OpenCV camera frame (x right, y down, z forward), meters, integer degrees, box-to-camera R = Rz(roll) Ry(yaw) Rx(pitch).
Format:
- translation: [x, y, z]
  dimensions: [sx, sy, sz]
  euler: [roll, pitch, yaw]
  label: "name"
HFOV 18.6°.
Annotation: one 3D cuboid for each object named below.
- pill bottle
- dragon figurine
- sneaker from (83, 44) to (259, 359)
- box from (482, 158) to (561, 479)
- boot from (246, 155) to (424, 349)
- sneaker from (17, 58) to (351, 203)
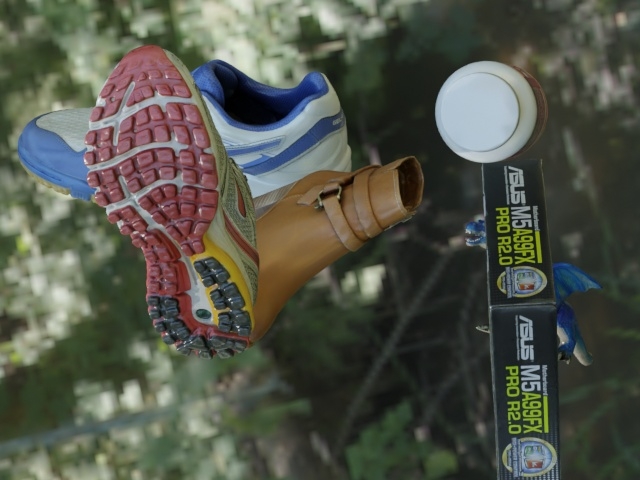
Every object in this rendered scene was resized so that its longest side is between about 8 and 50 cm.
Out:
- translation: [0.144, -0.109, 1.656]
  dimensions: [0.152, 0.086, 0.086]
  euler: [-20, -82, -78]
  label: "pill bottle"
- translation: [0.275, 0.063, 2.341]
  dimensions: [0.085, 0.289, 0.144]
  euler: [19, 87, 51]
  label: "dragon figurine"
- translation: [-0.093, -0.032, 1.289]
  dimensions: [0.092, 0.088, 0.225]
  euler: [-76, -21, -51]
  label: "sneaker"
- translation: [0.186, 0.095, 1.801]
  dimensions: [0.216, 0.060, 0.270]
  euler: [-85, -9, -53]
  label: "box"
- translation: [0.000, 0.000, 1.548]
  dimensions: [0.073, 0.152, 0.197]
  euler: [61, -154, -30]
  label: "boot"
- translation: [-0.120, -0.106, 1.710]
  dimensions: [0.112, 0.296, 0.131]
  euler: [-82, -7, -50]
  label: "sneaker"
